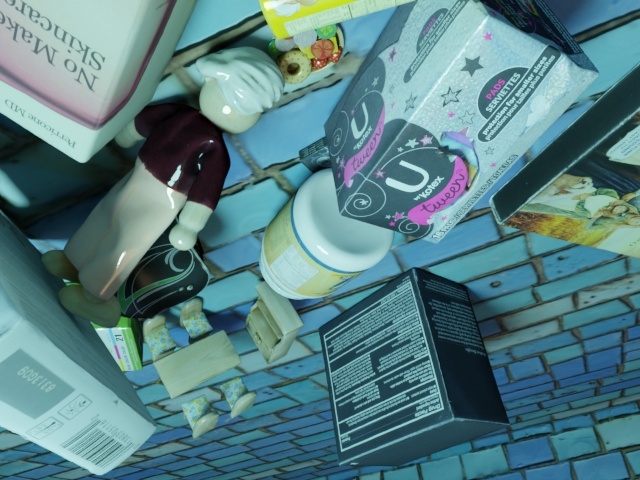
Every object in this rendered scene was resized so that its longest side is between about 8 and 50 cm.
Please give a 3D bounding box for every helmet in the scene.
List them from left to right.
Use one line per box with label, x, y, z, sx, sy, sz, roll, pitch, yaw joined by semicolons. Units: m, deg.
helmet;-0.252;0.027;0.780;0.162;0.169;0.169;-27;146;-4

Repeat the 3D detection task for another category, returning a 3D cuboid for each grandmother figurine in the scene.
grandmother figurine;-0.172;-0.075;0.624;0.342;0.208;0.104;-47;157;10

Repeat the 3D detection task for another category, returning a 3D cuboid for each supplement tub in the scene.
supplement tub;0.000;0.000;0.795;0.144;0.144;0.200;7;157;-22

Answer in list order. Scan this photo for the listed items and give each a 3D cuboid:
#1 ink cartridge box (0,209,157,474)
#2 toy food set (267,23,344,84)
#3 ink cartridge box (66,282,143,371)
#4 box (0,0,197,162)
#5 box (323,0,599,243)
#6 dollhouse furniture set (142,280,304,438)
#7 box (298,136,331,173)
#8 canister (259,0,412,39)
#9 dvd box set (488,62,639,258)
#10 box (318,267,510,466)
ink cartridge box;-0.356;0.052;0.612;0.091;0.385;0.308;-39;151;-18
toy food set;-0.015;-0.211;0.608;0.083;0.020;0.082;-12;146;6
ink cartridge box;-0.456;0.162;0.991;0.255;0.097;0.188;-2;146;-12
box;-0.190;-0.202;0.441;0.149;0.127;0.232;34;134;-12
box;0.124;-0.142;0.589;0.142;0.163;0.247;15;134;-24
dollhouse furniture set;-0.172;0.190;1.007;0.242;0.212;0.161;-23;156;-29
box;0.023;-0.116;0.759;0.083;0.018;0.067;-25;144;23
canister;0.029;-0.249;0.468;0.170;0.126;0.073;-13;165;10
dvd box set;0.526;-0.092;0.872;0.420;0.062;0.307;11;142;-27
box;0.168;0.265;1.110;0.183;0.294;0.296;20;137;-35
